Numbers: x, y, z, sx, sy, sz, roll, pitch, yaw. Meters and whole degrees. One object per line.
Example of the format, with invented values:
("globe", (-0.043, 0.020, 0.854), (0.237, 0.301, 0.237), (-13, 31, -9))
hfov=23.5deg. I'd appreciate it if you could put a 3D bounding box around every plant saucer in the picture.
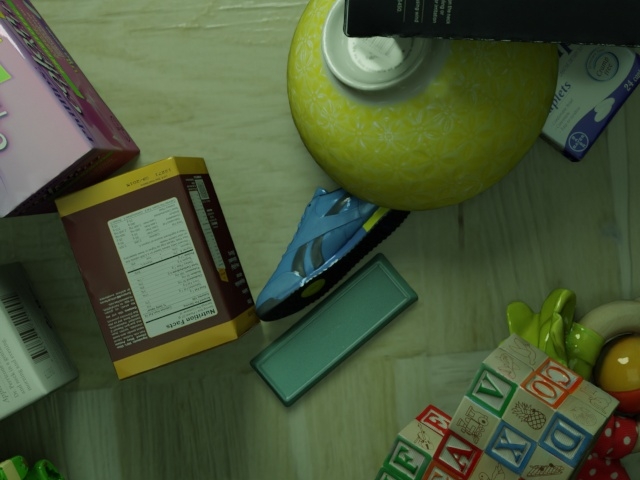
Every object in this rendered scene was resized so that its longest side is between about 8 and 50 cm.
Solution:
("plant saucer", (0.014, 0.099, 1.680), (0.192, 0.018, 0.067), (-40, 90, 5))

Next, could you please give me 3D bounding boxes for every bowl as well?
("bowl", (0.081, -0.186, 1.543), (0.289, 0.156, 0.289), (-5, 77, 21))

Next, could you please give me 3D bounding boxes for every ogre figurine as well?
("ogre figurine", (-0.352, 0.269, 1.656), (0.118, 0.197, 0.097), (-18, 77, 24))

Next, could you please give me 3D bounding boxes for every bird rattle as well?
("bird rattle", (0.305, 0.161, 1.610), (0.207, 0.143, 0.253), (-23, 94, -11))

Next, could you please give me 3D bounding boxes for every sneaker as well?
("sneaker", (0.000, 0.000, 1.656), (0.209, 0.069, 0.082), (-43, 71, 8))

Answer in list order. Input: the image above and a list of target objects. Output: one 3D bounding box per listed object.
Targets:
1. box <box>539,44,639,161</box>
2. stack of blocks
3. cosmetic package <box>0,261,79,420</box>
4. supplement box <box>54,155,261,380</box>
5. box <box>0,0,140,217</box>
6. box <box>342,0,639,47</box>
("box", (0.254, -0.172, 1.617), (0.137, 0.072, 0.126), (37, 95, 2))
("stack of blocks", (0.157, 0.244, 1.567), (0.171, 0.087, 0.297), (33, 120, 16))
("cosmetic package", (-0.385, 0.132, 1.646), (0.183, 0.151, 0.151), (-27, 90, 5))
("supplement box", (-0.164, 0.025, 1.602), (0.129, 0.191, 0.194), (-19, 91, 6))
("box", (-0.314, -0.143, 1.580), (0.117, 0.243, 0.213), (-37, 89, 6))
("box", (0.183, -0.343, 1.454), (0.312, 0.343, 0.179), (3, 127, -1))
